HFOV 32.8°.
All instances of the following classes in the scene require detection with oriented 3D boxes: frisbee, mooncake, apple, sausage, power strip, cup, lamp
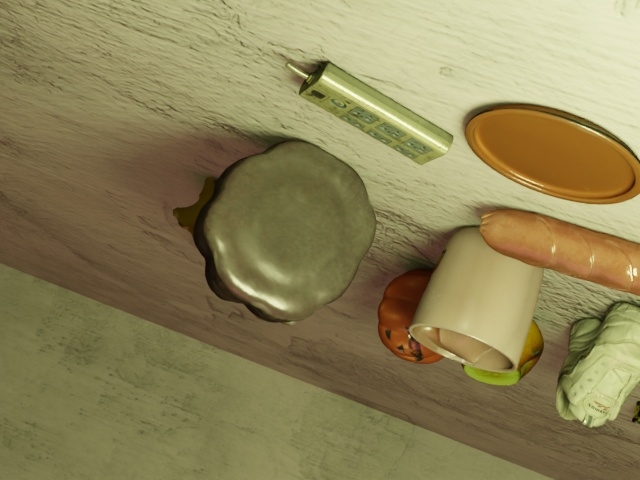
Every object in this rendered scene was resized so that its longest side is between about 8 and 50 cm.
[{"bbox_3d":[0.315,-0.115,1.471,0.251,0.021,0.251,20,163,6],"label":"frisbee"},{"bbox_3d":[-0.063,-0.011,1.805,0.306,0.306,0.154,27,164,-14],"label":"mooncake"},{"bbox_3d":[0.360,0.210,2.155,0.147,0.163,0.146,28,173,28],"label":"apple"},{"bbox_3d":[0.449,0.034,1.653,0.433,0.088,0.088,18,163,18],"label":"sausage"},{"bbox_3d":[0.065,-0.186,1.548,0.268,0.034,0.092,28,163,-17],"label":"power strip"},{"bbox_3d":[0.280,0.108,1.888,0.192,0.200,0.253,18,162,16],"label":"cup"},{"bbox_3d":[0.193,0.148,2.157,0.164,0.187,0.187,12,160,34],"label":"lamp"}]

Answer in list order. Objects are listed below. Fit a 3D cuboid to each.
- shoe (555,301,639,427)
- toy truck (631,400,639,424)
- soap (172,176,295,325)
[{"bbox_3d":[0.524,0.239,1.954,0.132,0.210,0.342,25,163,-5],"label":"shoe"},{"bbox_3d":[0.733,0.387,2.424,0.054,0.049,0.083,23,162,-5],"label":"toy truck"},{"bbox_3d":[-0.149,0.034,2.226,0.259,0.143,0.281,43,171,21],"label":"soap"}]
